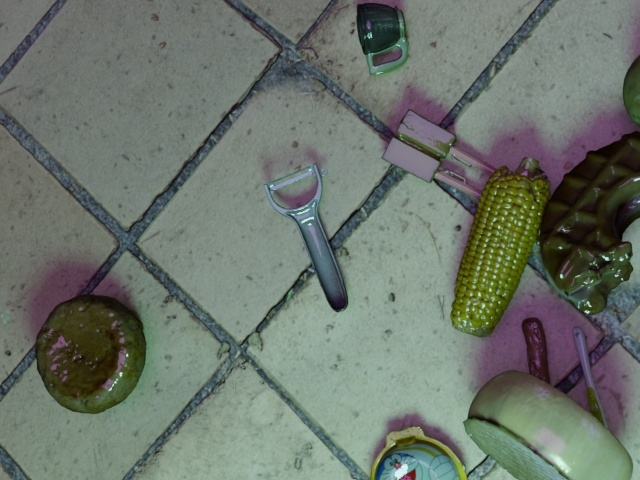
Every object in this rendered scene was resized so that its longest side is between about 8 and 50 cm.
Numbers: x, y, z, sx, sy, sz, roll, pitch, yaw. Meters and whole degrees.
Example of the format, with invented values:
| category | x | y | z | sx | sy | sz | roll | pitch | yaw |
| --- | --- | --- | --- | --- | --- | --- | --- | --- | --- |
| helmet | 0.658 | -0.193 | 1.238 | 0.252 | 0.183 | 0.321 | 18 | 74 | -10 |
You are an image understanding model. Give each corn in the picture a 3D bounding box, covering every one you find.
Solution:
| category | x | y | z | sx | sy | sz | roll | pitch | yaw |
| --- | --- | --- | --- | --- | --- | --- | --- | --- | --- |
| corn | 0.309 | 0.011 | 1.656 | 0.119 | 0.119 | 0.322 | 17 | 92 | 17 |

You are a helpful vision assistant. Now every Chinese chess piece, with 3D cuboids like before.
| category | x | y | z | sx | sy | sz | roll | pitch | yaw |
| --- | --- | --- | --- | --- | --- | --- | --- | --- | --- |
| Chinese chess piece | 0.359 | 0.325 | 1.525 | 0.270 | 0.270 | 0.112 | 37 | 76 | 17 |

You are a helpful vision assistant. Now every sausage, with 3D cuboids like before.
| category | x | y | z | sx | sy | sz | roll | pitch | yaw |
| --- | --- | --- | --- | --- | --- | --- | --- | --- | --- |
| sausage | 0.373 | 0.212 | 1.657 | 0.036 | 0.042 | 0.158 | -2 | 84 | -22 |

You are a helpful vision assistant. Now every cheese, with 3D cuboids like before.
| category | x | y | z | sx | sy | sz | roll | pitch | yaw |
| --- | --- | --- | --- | --- | --- | --- | --- | --- | --- |
| cheese | 0.179 | 0.460 | 1.666 | 0.177 | 0.069 | 0.270 | -16 | 81 | 14 |

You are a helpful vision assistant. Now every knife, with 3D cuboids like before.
| category | x | y | z | sx | sy | sz | roll | pitch | yaw |
| --- | --- | --- | --- | --- | --- | --- | --- | --- | --- |
| knife | 0.001 | 0.001 | 1.779 | 0.123 | 0.053 | 0.278 | -23 | 79 | 8 |

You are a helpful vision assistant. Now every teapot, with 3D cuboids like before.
| category | x | y | z | sx | sy | sz | roll | pitch | yaw |
| --- | --- | --- | --- | --- | --- | --- | --- | --- | --- |
| teapot | 0.116 | -0.383 | 1.784 | 0.090 | 0.124 | 0.092 | -9 | 40 | 0 |

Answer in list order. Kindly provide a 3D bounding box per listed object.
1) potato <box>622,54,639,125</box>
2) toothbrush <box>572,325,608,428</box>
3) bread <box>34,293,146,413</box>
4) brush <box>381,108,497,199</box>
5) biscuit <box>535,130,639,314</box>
| category | x | y | z | sx | sy | sz | roll | pitch | yaw |
| --- | --- | --- | --- | --- | --- | --- | --- | --- | --- |
| potato | 0.624 | -0.270 | 1.576 | 0.262 | 0.165 | 0.165 | -19 | 79 | 2 |
| toothbrush | 0.468 | 0.274 | 1.628 | 0.022 | 0.026 | 0.263 | -23 | 74 | 46 |
| bread | -0.433 | 0.215 | 1.848 | 0.230 | 0.123 | 0.230 | -4 | 78 | 18 |
| brush | 0.236 | -0.137 | 1.733 | 0.233 | 0.047 | 0.103 | 29 | 93 | 8 |
| biscuit | 0.522 | -0.050 | 1.556 | 0.366 | 0.115 | 0.268 | -22 | 47 | 16 |
